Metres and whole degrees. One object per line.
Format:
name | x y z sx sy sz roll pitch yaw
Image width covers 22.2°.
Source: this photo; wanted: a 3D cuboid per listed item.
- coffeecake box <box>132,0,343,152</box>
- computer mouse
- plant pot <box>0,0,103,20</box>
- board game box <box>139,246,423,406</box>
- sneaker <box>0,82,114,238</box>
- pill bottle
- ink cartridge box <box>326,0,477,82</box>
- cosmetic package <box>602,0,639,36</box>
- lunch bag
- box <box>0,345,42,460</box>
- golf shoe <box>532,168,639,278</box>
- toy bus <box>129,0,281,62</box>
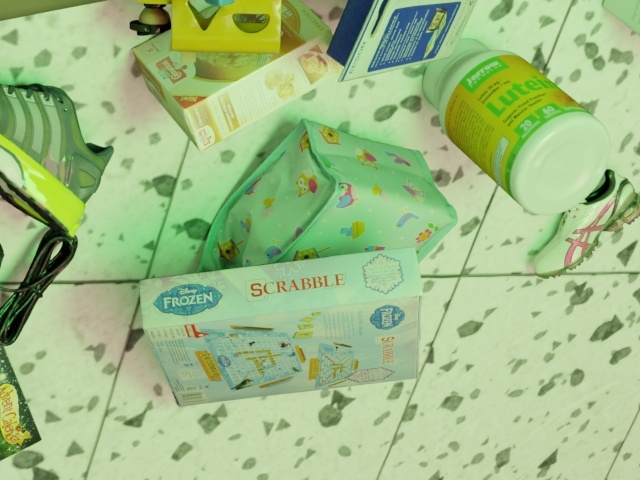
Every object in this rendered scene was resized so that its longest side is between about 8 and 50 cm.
coffeecake box | -0.093 -0.199 1.807 0.185 0.142 0.068 -30 135 -11
computer mouse | -0.380 -0.005 1.806 0.184 0.060 0.262 -54 127 -10
plant pot | -0.269 -0.339 1.500 0.280 0.323 0.323 -23 136 7
board game box | -0.038 0.110 1.967 0.318 0.066 0.319 -6 158 -1
sneaker | -0.337 -0.133 1.739 0.121 0.111 0.300 -57 135 -18
pill bottle | 0.230 -0.148 1.991 0.136 0.246 0.136 -18 131 -22
ink cartridge box | 0.101 -0.277 1.796 0.176 0.069 0.371 -66 166 19
cosmetic package | 0.486 -0.325 2.072 0.151 0.184 0.151 -7 128 -30
lunch bag | 0.000 0.000 2.019 0.223 0.160 0.262 14 128 -43
box | -0.440 0.186 1.941 0.159 0.044 0.233 -26 134 -15
golf shoe | 0.368 -0.024 2.322 0.186 0.067 0.086 -41 107 3
toy bus | -0.132 -0.241 1.708 0.191 0.202 0.104 -15 113 -45
